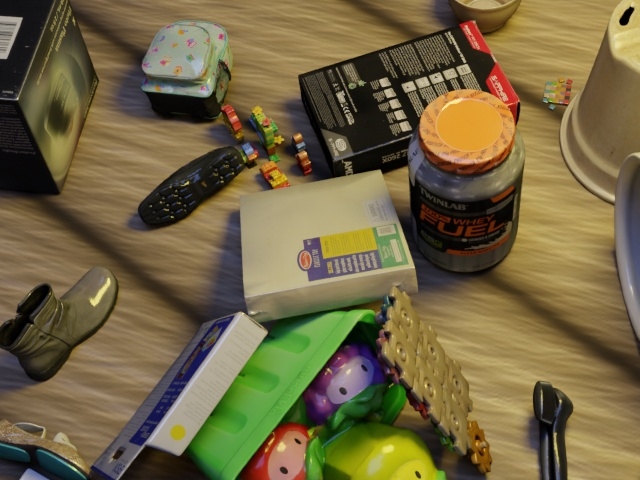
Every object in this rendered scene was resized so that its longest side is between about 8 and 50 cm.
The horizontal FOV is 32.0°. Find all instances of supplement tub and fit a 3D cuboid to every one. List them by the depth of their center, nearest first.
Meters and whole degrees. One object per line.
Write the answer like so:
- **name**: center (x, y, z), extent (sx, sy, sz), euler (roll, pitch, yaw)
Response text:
- **supplement tub**: center (0.246, -0.099, 1.892), extent (0.194, 0.316, 0.193), euler (-3, 58, 5)

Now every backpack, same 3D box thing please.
- **backpack**: center (-0.260, -0.352, 2.214), extent (0.166, 0.144, 0.188), euler (5, 56, 16)

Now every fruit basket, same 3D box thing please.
- **fruit basket**: center (0.031, 0.318, 1.705), extent (0.392, 0.283, 0.392), euler (-14, 45, 14)

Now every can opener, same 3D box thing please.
- **can opener**: center (0.366, 0.318, 1.774), extent (0.073, 0.059, 0.186), euler (10, 66, -19)

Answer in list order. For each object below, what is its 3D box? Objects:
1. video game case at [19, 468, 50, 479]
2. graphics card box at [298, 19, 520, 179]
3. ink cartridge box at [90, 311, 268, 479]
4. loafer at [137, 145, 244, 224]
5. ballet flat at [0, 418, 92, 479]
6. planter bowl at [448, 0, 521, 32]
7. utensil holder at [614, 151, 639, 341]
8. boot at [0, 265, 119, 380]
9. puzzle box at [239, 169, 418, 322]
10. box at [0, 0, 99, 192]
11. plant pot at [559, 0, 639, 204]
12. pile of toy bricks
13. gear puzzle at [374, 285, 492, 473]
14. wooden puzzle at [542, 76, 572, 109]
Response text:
- **video game case**: center (-0.448, 0.502, 1.765), extent (0.206, 0.026, 0.227), euler (23, 64, 20)
- **graphics card box**: center (0.165, -0.265, 2.138), extent (0.371, 0.094, 0.232), euler (-18, 58, -6)
- **ink cartridge box**: center (-0.224, 0.255, 1.736), extent (0.072, 0.303, 0.307), euler (37, 74, -10)
- **loafer**: center (-0.245, -0.104, 2.104), extent (0.223, 0.076, 0.078), euler (-34, 24, -7)
- **ballet flat**: center (-0.459, 0.340, 1.845), extent (0.206, 0.073, 0.067), euler (17, 47, 12)
- **planter bowl**: center (0.330, -0.490, 2.251), extent (0.162, 0.109, 0.162), euler (-3, 58, 4)
- **utensil holder**: center (0.701, 0.002, 1.774), extent (0.386, 0.327, 0.327), euler (-7, 57, 1)
- **boot**: center (-0.447, 0.119, 1.925), extent (0.083, 0.161, 0.246), euler (25, 64, 20)
- **puzzle box**: center (0.000, 0.000, 1.896), extent (0.272, 0.052, 0.409), euler (-10, 26, 0)
- **box**: center (-0.568, -0.294, 2.120), extent (0.183, 0.294, 0.296), euler (6, 59, 8)
- **plant pot**: center (0.603, -0.268, 1.964), extent (0.334, 0.305, 0.333), euler (-3, 58, 5)
- **pile of toy bricks**: center (-0.103, -0.200, 2.120), extent (0.118, 0.105, 0.212), euler (-29, 59, -12)
- **gear puzzle**: center (0.176, 0.234, 1.720), extent (0.044, 0.339, 0.175), euler (-24, 30, 25)
- **wooden puzzle**: center (0.460, -0.286, 2.168), extent (0.049, 0.006, 0.083), euler (9, 60, 12)
